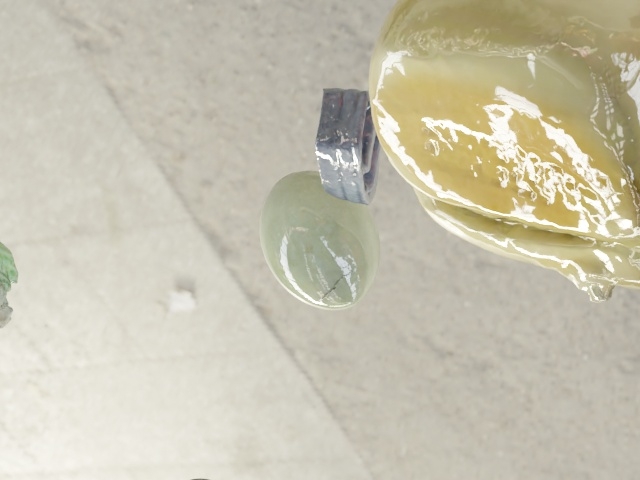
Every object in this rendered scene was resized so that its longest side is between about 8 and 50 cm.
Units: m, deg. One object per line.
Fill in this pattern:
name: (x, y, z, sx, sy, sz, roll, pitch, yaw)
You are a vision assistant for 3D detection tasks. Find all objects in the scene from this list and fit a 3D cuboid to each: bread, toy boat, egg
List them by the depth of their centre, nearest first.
bread: (0.243, -0.146, 1.506, 0.376, 0.253, 0.348, 13, 141, 37)
toy boat: (0.046, -0.124, 1.981, 0.078, 0.127, 0.283, 5, 164, 7)
egg: (0.000, 0.000, 2.255, 0.187, 0.253, 0.186, -22, 153, -12)

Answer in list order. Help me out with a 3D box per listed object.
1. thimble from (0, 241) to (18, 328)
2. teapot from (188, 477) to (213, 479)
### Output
thimble: (-0.376, 0.064, 1.230, 0.150, 0.219, 0.219, 37, 136, -22)
teapot: (-0.198, 0.474, 2.104, 0.171, 0.203, 0.225, 34, 116, 1)
